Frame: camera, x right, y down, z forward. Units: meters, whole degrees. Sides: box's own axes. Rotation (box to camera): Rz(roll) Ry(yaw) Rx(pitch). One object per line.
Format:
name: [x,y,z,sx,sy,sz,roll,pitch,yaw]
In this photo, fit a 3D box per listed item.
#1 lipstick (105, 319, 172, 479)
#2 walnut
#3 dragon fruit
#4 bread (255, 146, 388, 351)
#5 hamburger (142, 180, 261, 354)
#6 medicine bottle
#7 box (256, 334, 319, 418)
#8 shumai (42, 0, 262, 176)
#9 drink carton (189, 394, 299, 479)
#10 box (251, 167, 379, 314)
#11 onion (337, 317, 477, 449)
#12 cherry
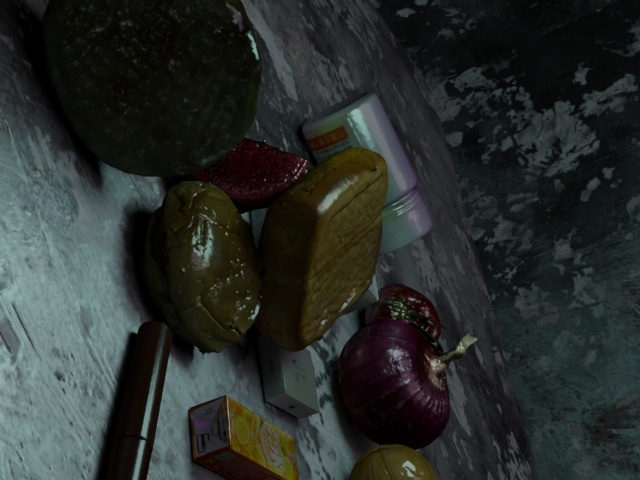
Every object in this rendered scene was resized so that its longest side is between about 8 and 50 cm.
lipstick: [-0.252,0.249,1.406,0.057,0.057,0.357,54,23,-34]
walnut: [0.153,0.512,2.001,0.226,0.193,0.193,68,19,2]
dragon fruit: [-0.169,-0.122,1.865,0.261,0.163,0.189,22,34,-3]
bread: [-0.007,-0.002,1.864,0.337,0.148,0.328,-44,146,-49]
hamburger: [-0.204,0.020,1.680,0.211,0.132,0.309,52,26,-43]
medicine bottle: [0.127,-0.172,2.631,0.388,0.219,0.219,62,20,-13]
box: [-0.061,0.254,1.913,0.129,0.051,0.130,41,32,-52]
shumai: [-0.261,-0.313,1.679,0.323,0.324,0.397,-89,158,-78]
drink carton: [-0.119,0.336,1.641,0.223,0.071,0.096,44,29,-50]
box: [-0.011,0.009,2.177,0.333,0.145,0.173,47,26,-46]
onion: [0.156,0.318,2.163,0.256,0.272,0.230,23,39,-11]
cherry: [0.202,0.198,2.489,0.249,0.192,0.175,-34,143,-83]
